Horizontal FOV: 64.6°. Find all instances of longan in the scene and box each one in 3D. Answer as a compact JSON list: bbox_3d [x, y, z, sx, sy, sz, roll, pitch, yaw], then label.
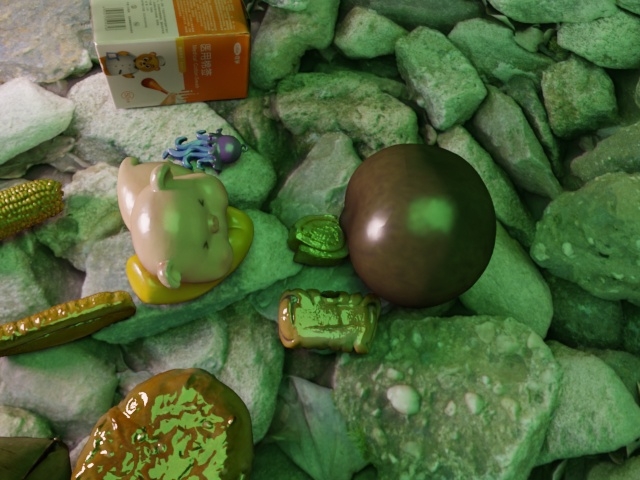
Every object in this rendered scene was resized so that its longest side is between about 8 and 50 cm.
[{"bbox_3d":[0.202,-0.034,1.078,0.361,0.361,0.361,4,67,-9],"label":"longan"}]

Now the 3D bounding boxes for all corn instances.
[{"bbox_3d":[-0.673,-0.044,1.042,0.293,0.106,0.106,-30,76,-25],"label":"corn"}]

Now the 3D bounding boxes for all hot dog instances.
[{"bbox_3d":[-0.515,0.161,0.997,0.289,0.083,0.068,-16,52,-17],"label":"hot dog"}]

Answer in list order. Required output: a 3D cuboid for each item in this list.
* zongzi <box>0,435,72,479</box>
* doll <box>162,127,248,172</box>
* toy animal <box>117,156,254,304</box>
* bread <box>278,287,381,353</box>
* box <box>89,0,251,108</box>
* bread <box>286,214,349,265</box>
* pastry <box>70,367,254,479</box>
[{"bbox_3d":[-0.633,0.420,0.741,0.393,0.356,0.174,13,108,-1],"label":"zongzi"},{"bbox_3d":[-0.275,-0.215,1.210,0.206,0.067,0.110,-2,81,0],"label":"doll"},{"bbox_3d":[-0.270,-0.055,1.039,0.278,0.247,0.345,-7,69,-16],"label":"toy animal"},{"bbox_3d":[0.021,0.173,1.090,0.225,0.081,0.134,7,71,-10],"label":"bread"},{"bbox_3d":[-0.341,-0.449,1.205,0.341,0.225,0.143,-8,68,-14],"label":"box"},{"bbox_3d":[0.000,0.000,1.169,0.156,0.064,0.117,5,62,-8],"label":"bread"},{"bbox_3d":[-0.263,0.390,0.886,0.284,0.184,0.315,32,66,11],"label":"pastry"}]
